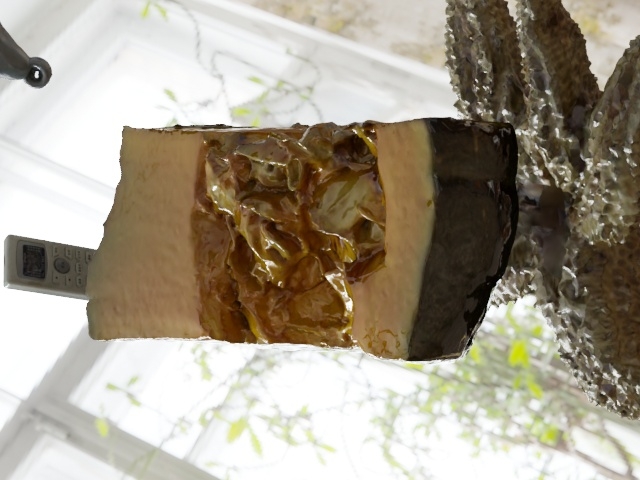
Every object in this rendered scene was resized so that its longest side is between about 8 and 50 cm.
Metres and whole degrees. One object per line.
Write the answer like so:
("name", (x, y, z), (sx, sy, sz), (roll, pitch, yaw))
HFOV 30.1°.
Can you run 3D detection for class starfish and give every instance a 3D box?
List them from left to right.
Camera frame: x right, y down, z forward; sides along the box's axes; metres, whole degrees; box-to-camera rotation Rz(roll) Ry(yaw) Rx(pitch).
("starfish", (0.124, -0.057, 0.682), (0.084, 0.301, 0.294), (-25, -56, -36))

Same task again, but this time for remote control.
("remote control", (-0.384, 0.045, 1.792), (0.029, 0.190, 0.088), (-40, 47, 45))

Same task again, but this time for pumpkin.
("pumpkin", (-0.002, -0.001, 0.624), (0.126, 0.248, 0.131), (-7, -80, -49))

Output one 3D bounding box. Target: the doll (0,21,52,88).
("doll", (-0.274, -0.149, 0.739), (0.075, 0.227, 0.102), (-81, 16, -59))
